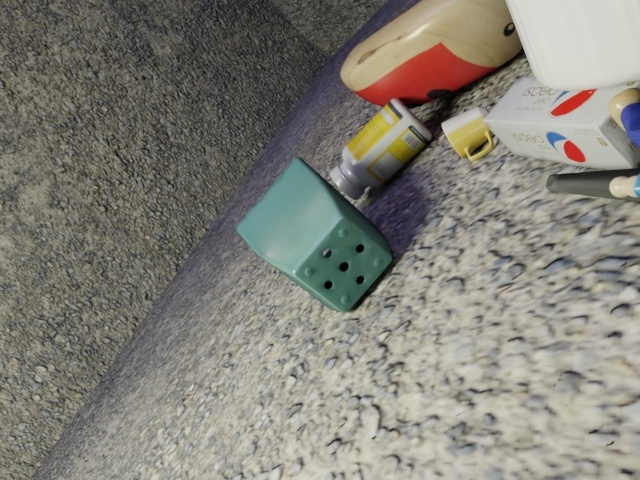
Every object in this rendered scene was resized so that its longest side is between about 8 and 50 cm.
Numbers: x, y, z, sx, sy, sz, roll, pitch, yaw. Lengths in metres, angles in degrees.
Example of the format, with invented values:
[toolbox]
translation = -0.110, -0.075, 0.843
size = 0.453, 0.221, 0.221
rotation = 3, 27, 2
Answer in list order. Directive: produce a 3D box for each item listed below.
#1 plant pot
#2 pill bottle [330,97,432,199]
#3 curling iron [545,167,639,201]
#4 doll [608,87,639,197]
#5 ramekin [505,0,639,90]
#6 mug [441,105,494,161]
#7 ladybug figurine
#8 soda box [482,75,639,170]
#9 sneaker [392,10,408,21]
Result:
[plant pot]
translation = 0.000, 0.000, 0.799
size = 0.165, 0.165, 0.234
rotation = -50, 25, 2
[pill bottle]
translation = 0.107, -0.164, 0.952
size = 0.184, 0.103, 0.103
rotation = -43, 18, 19
[curling iron]
translation = 0.288, -0.050, 0.389
size = 0.068, 0.035, 0.274
rotation = -50, 18, -16
[doll]
translation = 0.259, -0.065, 0.344
size = 0.129, 0.046, 0.189
rotation = -25, 23, 20
[ramekin]
translation = 0.300, -0.237, 0.442
size = 0.278, 0.135, 0.277
rotation = -22, 17, 7
[mug]
translation = 0.225, -0.156, 0.751
size = 0.064, 0.078, 0.062
rotation = -32, -9, 25
[ladybug figurine]
translation = 0.213, -0.363, 0.957
size = 0.305, 0.161, 0.449
rotation = -41, 17, -22
[soda box]
translation = 0.266, -0.129, 0.548
size = 0.074, 0.069, 0.216
rotation = -49, 17, 4
[sneaker]
translation = 0.208, -0.577, 1.575
size = 0.276, 0.098, 0.135
rotation = -43, 18, 29
